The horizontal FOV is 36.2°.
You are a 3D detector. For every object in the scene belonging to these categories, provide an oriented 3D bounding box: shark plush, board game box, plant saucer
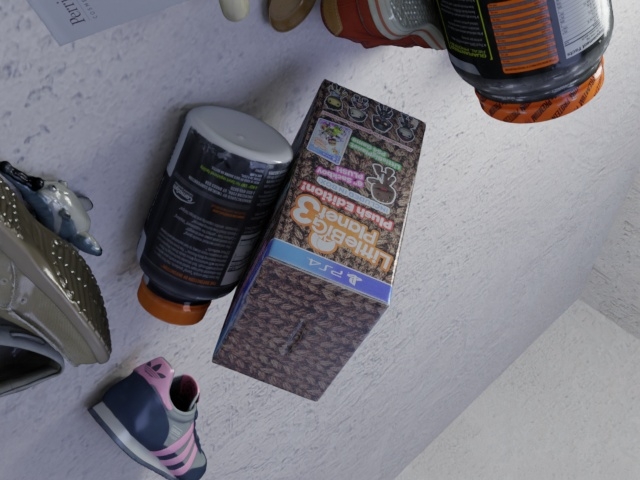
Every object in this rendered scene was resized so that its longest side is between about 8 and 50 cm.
[{"bbox_3d":[-0.275,-0.022,0.977,0.067,0.073,0.161,-21,159,2],"label":"shark plush"},{"bbox_3d":[0.000,0.000,1.176,0.232,0.141,0.291,121,-12,-50],"label":"board game box"},{"bbox_3d":[-0.034,-0.276,1.108,0.083,0.015,0.083,-41,153,-27],"label":"plant saucer"}]

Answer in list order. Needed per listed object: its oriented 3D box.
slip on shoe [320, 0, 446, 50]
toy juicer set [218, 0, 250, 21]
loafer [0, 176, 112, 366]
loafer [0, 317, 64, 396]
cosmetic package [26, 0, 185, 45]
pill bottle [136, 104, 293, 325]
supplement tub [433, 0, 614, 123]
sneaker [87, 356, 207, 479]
[{"bbox_3d":[0.095,-0.293,1.229,0.331,0.101,0.123,-26,107,-64],"label":"slip on shoe"},{"bbox_3d":[-0.034,-0.334,0.967,0.329,0.089,0.209,-44,173,-26],"label":"toy juicer set"},{"bbox_3d":[-0.291,0.033,0.937,0.092,0.102,0.268,-25,130,5],"label":"loafer"},{"bbox_3d":[-0.375,0.117,0.907,0.319,0.111,0.112,-14,135,-55],"label":"loafer"},{"bbox_3d":[-0.106,-0.297,0.565,0.284,0.097,0.377,-17,154,4],"label":"cosmetic package"},{"bbox_3d":[-0.134,-0.021,1.133,0.130,0.130,0.246,-13,135,-55],"label":"pill bottle"},{"bbox_3d":[0.231,-0.321,1.164,0.207,0.207,0.338,-42,131,-24],"label":"supplement tub"},{"bbox_3d":[-0.207,0.264,1.408,0.131,0.112,0.319,-46,156,-9],"label":"sneaker"}]
